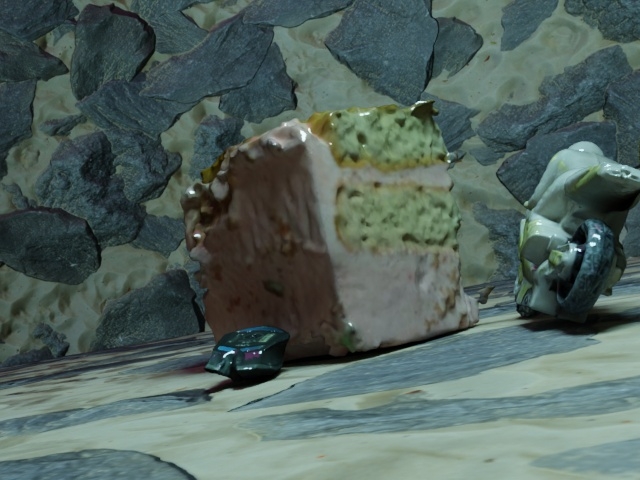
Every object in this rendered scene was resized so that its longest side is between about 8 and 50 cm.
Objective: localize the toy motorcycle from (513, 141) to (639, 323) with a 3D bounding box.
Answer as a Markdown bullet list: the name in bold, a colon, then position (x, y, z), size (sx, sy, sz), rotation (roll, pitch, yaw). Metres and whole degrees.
- **toy motorcycle**: position (0.287, -0.014, 0.820), size (0.108, 0.222, 0.341), rotation (17, -2, 7)

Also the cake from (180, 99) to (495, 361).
- **cake**: position (0.000, 0.000, 0.959), size (0.293, 0.306, 0.314), rotation (-11, -2, -43)

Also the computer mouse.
- **computer mouse**: position (-0.077, 0.130, 0.785), size (0.079, 0.047, 0.135), rotation (-4, 7, 15)
